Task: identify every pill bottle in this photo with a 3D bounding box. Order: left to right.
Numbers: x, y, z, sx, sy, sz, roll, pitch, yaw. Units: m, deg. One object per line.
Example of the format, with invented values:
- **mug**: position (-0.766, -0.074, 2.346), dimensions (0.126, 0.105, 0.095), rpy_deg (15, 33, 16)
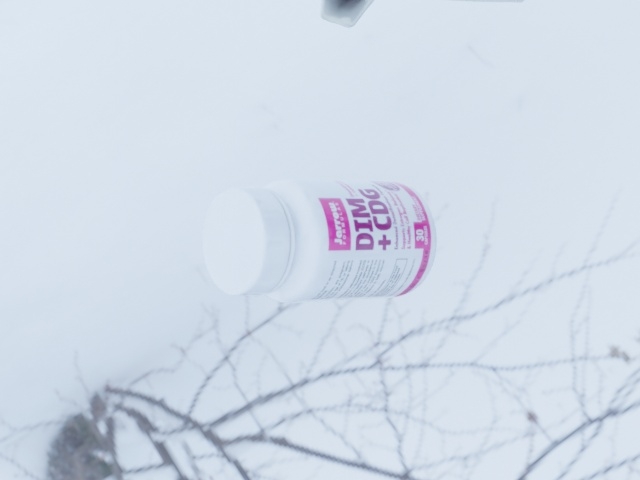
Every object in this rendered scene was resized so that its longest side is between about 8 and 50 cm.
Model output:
- **pill bottle**: position (0.000, 0.000, 1.522), dimensions (0.283, 0.160, 0.160), rpy_deg (-1, 136, -40)

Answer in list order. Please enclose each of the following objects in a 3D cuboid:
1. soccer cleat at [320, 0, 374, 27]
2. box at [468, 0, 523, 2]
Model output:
- **soccer cleat**: position (0.046, -0.376, 1.373), dimensions (0.331, 0.116, 0.143), rpy_deg (86, 26, -65)
- **box**: position (0.175, -0.348, 1.196), dimensions (0.127, 0.148, 0.232), rpy_deg (0, 174, -5)
